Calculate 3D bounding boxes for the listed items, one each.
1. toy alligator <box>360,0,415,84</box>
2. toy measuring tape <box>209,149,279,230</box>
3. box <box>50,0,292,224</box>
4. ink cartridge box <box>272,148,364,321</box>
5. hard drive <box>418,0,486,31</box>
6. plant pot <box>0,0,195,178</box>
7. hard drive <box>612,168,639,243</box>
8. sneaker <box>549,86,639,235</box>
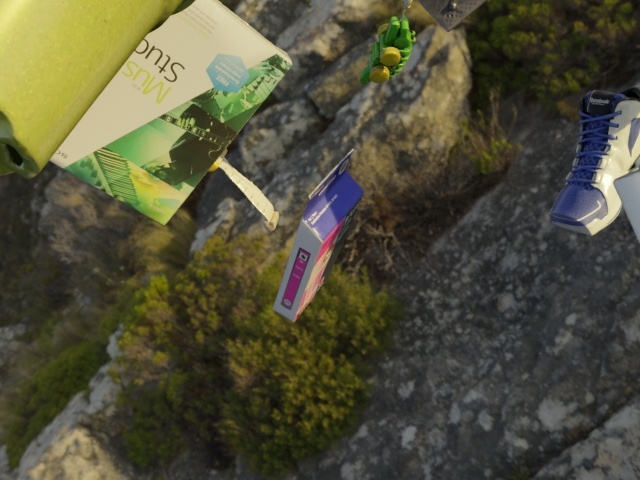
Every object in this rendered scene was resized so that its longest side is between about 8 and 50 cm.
[{"bbox_3d":[0.110,-0.280,0.958,0.190,0.051,0.056,125,148,-58],"label":"toy alligator"},{"bbox_3d":[-0.215,-0.123,1.166,0.121,0.330,0.121,-36,20,16],"label":"toy measuring tape"},{"bbox_3d":[-0.229,-0.199,0.956,0.322,0.232,0.058,-48,30,19],"label":"box"},{"bbox_3d":[0.000,0.000,1.390,0.069,0.371,0.176,30,49,12],"label":"ink cartridge box"},{"bbox_3d":[0.225,-0.545,1.275,0.172,0.255,0.054,-38,7,23],"label":"hard drive"},{"bbox_3d":[-0.271,-0.203,0.580,0.276,0.276,0.254,-2,59,45],"label":"plant pot"},{"bbox_3d":[0.450,0.041,0.661,0.203,0.308,0.040,-24,0,32],"label":"hard drive"},{"bbox_3d":[0.525,-0.178,1.277,0.315,0.182,0.127,-48,31,-14],"label":"sneaker"}]
